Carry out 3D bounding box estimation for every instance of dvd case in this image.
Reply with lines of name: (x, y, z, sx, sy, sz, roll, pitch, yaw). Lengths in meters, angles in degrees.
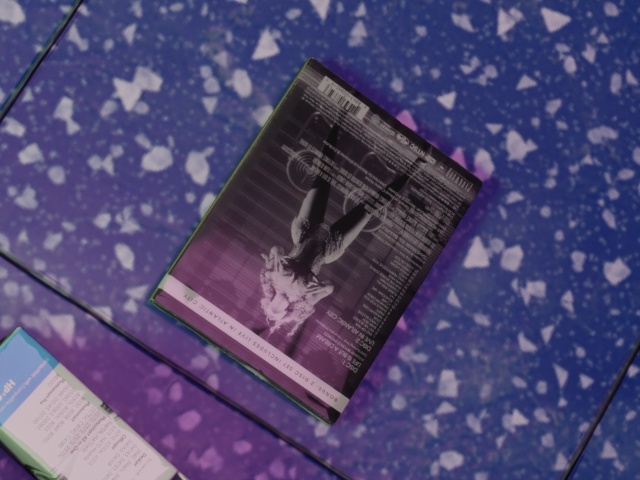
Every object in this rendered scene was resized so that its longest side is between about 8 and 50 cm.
dvd case: (0.000, 0.000, 1.337, 0.164, 0.018, 0.221, 35, 74, -10)

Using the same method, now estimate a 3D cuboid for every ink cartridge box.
ink cartridge box: (-0.162, 0.143, 1.224, 0.180, 0.104, 0.060, 43, 73, -6)
